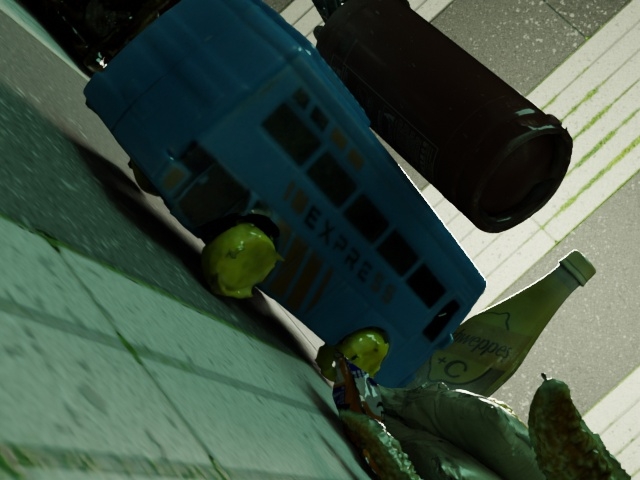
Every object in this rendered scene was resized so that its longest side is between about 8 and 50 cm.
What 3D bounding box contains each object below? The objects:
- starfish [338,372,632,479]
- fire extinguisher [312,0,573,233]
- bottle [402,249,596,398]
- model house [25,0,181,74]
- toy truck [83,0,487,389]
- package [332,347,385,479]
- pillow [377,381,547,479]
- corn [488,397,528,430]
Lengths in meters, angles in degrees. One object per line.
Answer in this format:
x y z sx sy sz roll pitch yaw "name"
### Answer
0.185 0.193 0.553 0.358 0.078 0.347 -6 -48 50 "starfish"
0.070 -0.124 0.774 0.269 0.105 0.105 49 3 36 "fire extinguisher"
0.199 0.111 1.132 0.083 0.269 0.083 46 1 -1 "bottle"
-0.208 -0.307 1.099 0.317 0.297 0.283 56 37 -69 "model house"
-0.009 -0.018 0.791 0.161 0.162 0.385 48 1 42 "toy truck"
0.032 0.127 0.692 0.077 0.033 0.111 94 -23 -71 "package"
0.121 0.178 0.754 0.181 0.078 0.134 47 -19 -28 "pillow"
0.259 0.294 1.423 0.093 0.093 0.244 49 2 41 "corn"
